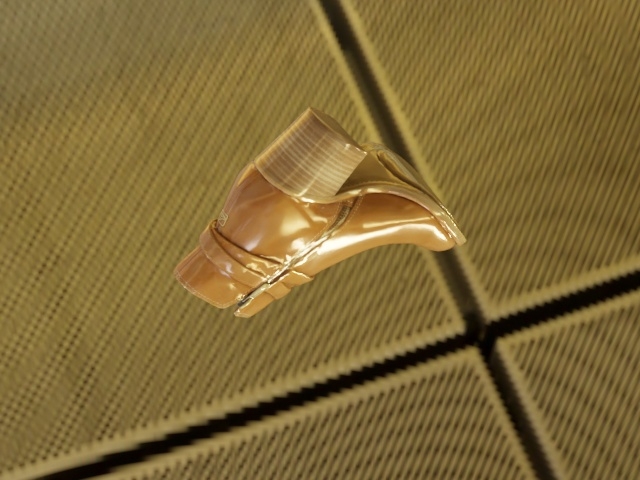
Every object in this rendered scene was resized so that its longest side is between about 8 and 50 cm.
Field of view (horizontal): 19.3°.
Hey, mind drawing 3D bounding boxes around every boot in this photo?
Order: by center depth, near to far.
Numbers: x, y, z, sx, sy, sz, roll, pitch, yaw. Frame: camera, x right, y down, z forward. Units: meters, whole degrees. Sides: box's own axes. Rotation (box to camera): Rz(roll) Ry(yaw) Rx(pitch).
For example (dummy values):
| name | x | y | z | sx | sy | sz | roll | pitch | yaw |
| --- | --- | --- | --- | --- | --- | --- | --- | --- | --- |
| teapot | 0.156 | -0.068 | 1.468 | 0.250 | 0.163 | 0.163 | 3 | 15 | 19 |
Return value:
| name | x | y | z | sx | sy | sz | roll | pitch | yaw |
| --- | --- | --- | --- | --- | --- | --- | --- | --- | --- |
| boot | 0.000 | 0.000 | 1.316 | 0.152 | 0.197 | 0.073 | -49 | -137 | 12 |
